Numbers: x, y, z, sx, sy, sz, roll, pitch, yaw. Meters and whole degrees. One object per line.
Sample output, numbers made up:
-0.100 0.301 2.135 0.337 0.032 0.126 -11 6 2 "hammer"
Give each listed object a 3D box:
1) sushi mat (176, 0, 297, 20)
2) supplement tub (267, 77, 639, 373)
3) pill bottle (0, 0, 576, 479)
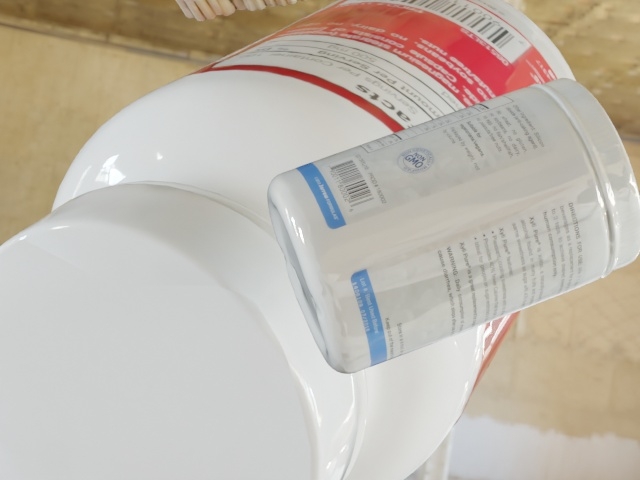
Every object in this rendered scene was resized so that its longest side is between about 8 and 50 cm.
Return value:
-0.031 -0.176 0.494 0.152 0.019 0.316 -8 -15 9 "sushi mat"
0.042 -0.005 0.381 0.107 0.071 0.071 -19 -1 -7 "supplement tub"
0.000 0.000 0.634 0.229 0.229 0.408 7 24 22 "pill bottle"
